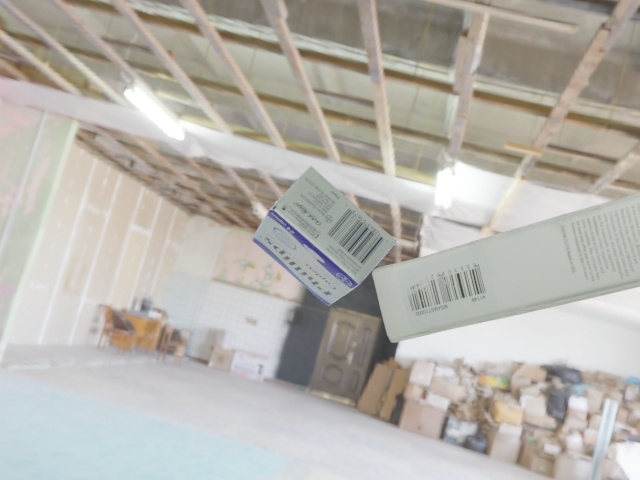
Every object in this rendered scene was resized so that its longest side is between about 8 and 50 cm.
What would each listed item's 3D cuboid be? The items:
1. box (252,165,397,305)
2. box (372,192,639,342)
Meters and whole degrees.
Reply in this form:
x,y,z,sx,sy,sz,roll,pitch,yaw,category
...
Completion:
x,y,z,sx,sy,sz,roll,pitch,yaw,category
0.000,0.000,0.887,0.126,0.072,0.137,41,-19,0,box
0.221,0.012,0.589,0.232,0.058,0.322,-19,-9,35,box
